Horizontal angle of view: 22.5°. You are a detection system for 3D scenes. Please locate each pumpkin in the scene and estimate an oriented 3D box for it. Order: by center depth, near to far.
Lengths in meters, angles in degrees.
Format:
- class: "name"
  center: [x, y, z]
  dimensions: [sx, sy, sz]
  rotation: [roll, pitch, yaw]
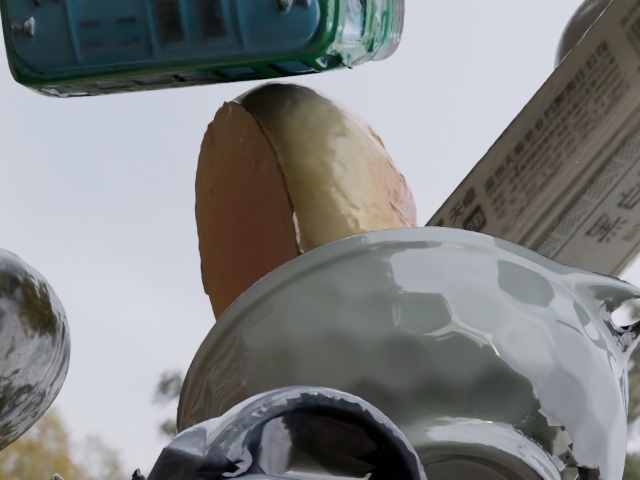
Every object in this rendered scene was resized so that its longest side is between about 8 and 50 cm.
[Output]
- class: "pumpkin"
  center: [-0.331, 0.059, 1.401]
  dimensions: [0.325, 0.242, 0.232]
  rotation: [31, -4, 37]

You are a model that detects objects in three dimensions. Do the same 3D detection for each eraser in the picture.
- class: "eraser"
  center: [0.171, -0.033, 1.070]
  dimensions: [0.404, 0.096, 0.098]
  rotation: [-53, -145, 31]

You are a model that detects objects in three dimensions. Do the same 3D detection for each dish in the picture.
- class: "dish"
  center: [0.060, 0.137, 0.922]
  dimensions: [0.120, 0.303, 0.303]
  rotation: [-101, 170, -58]

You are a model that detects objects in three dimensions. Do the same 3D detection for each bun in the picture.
- class: "bun"
  center: [0.000, 0.000, 1.489]
  dimensions: [0.299, 0.164, 0.299]
  rotation: [175, -90, -68]

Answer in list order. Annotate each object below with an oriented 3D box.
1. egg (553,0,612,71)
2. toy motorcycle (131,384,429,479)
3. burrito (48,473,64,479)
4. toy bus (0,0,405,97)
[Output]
- class: "egg"
  center: [0.352, -0.203, 1.801]
  dimensions: [0.176, 0.176, 0.232]
  rotation: [36, -30, 21]
- class: "toy motorcycle"
  center: [-0.006, 0.139, 0.395]
  dimensions: [0.270, 0.106, 0.159]
  rotation: [-115, -140, -58]
- class: "burrito"
  center: [-0.118, 0.278, 1.329]
  dimensions: [0.275, 0.082, 0.059]
  rotation: [23, -43, 7]
- class: "toy bus"
  center: [-0.112, -0.225, 1.397]
  dimensions: [0.343, 0.199, 0.184]
  rotation: [-5, -83, 14]
